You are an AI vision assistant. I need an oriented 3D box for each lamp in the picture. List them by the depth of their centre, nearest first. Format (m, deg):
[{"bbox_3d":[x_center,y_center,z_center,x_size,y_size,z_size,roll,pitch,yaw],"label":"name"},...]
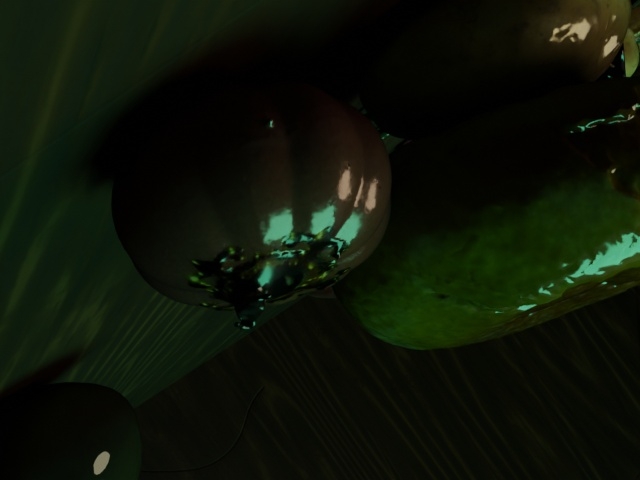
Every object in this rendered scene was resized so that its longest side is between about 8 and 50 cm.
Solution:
[{"bbox_3d":[-0.039,-0.018,0.584,0.182,0.140,0.182,-14,155,-7],"label":"lamp"}]

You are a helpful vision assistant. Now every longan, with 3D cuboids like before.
[{"bbox_3d":[-0.336,0.287,1.150,0.248,0.248,0.248,-35,174,-4],"label":"longan"}]

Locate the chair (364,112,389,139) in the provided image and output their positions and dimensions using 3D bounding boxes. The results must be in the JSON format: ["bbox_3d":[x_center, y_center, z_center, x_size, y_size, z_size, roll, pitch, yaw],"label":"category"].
[{"bbox_3d":[0.152,-0.103,0.978,0.272,0.166,0.188,-32,176,17],"label":"chair"}]

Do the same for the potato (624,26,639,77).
[{"bbox_3d":[0.372,-0.254,1.331,0.178,0.118,0.109,-23,142,16],"label":"potato"}]

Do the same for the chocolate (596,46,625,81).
[{"bbox_3d":[0.243,-0.209,0.942,0.133,0.156,0.156,-7,-175,20],"label":"chocolate"}]

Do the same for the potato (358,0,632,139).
[{"bbox_3d":[0.140,-0.157,0.745,0.235,0.128,0.161,-31,159,3],"label":"potato"}]

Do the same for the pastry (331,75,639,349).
[{"bbox_3d":[0.170,-0.015,0.735,0.356,0.163,0.356,-18,173,-2],"label":"pastry"}]

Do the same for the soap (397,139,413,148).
[{"bbox_3d":[0.184,-0.138,1.392,0.122,0.065,0.203,-36,175,6],"label":"soap"}]

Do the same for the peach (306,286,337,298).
[{"bbox_3d":[0.000,0.000,1.123,0.152,0.152,0.152,-35,174,-4],"label":"peach"}]

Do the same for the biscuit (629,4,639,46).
[{"bbox_3d":[0.444,-0.292,1.556,0.344,0.057,0.287,-31,175,8],"label":"biscuit"}]
